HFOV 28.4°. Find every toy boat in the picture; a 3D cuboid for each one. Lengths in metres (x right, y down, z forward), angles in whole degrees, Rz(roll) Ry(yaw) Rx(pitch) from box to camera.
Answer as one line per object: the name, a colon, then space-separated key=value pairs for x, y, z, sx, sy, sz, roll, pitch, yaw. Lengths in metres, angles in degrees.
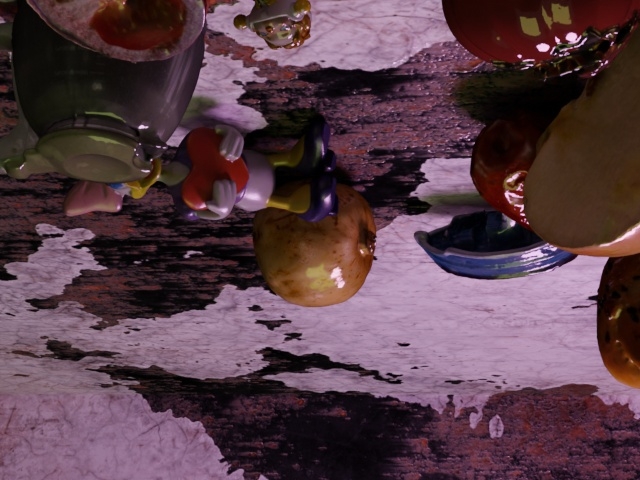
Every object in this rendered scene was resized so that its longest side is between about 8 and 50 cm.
toy boat: x=0.309 y=-0.018 z=2.120 sx=0.309 sy=0.129 sz=0.142 roll=-8 pitch=123 yaw=17

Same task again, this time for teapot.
teapot: x=-0.309 y=-0.198 z=1.558 sx=0.322 sy=0.239 sz=0.239 roll=10 pitch=157 yaw=-14

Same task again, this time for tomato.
tomato: x=-0.227 y=-0.310 z=1.411 sx=0.199 sy=0.112 sz=0.228 roll=-29 pitch=120 yaw=37

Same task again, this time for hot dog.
hot dog: x=0.537 y=0.037 z=1.832 sx=0.196 sy=0.365 sz=0.367 roll=13 pitch=155 yaw=-20

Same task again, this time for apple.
apple: x=0.413 y=-0.111 z=1.620 sx=0.252 sy=0.309 sz=0.314 roll=34 pitch=-153 yaw=12

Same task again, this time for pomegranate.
pomegranate: x=0.000 y=0.000 z=2.064 sx=0.215 sy=0.215 sz=0.215 roll=2 pitch=159 yaw=1

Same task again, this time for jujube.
jujube: x=0.327 y=-0.096 z=1.835 sx=0.174 sy=0.174 sz=0.250 roll=-15 pitch=157 yaw=39

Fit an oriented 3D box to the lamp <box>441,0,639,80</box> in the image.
lamp: x=0.242 y=-0.268 z=1.338 sx=0.227 sy=0.227 sz=0.227 roll=2 pitch=159 yaw=1

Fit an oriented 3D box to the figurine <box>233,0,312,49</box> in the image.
figurine: x=-0.067 y=-0.289 z=1.540 sx=0.143 sy=0.068 sz=0.101 roll=29 pitch=145 yaw=-26

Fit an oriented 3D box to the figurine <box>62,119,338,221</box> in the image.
figurine: x=-0.177 y=-0.105 z=1.916 sx=0.421 sy=0.154 sz=0.193 roll=2 pitch=177 yaw=-11
